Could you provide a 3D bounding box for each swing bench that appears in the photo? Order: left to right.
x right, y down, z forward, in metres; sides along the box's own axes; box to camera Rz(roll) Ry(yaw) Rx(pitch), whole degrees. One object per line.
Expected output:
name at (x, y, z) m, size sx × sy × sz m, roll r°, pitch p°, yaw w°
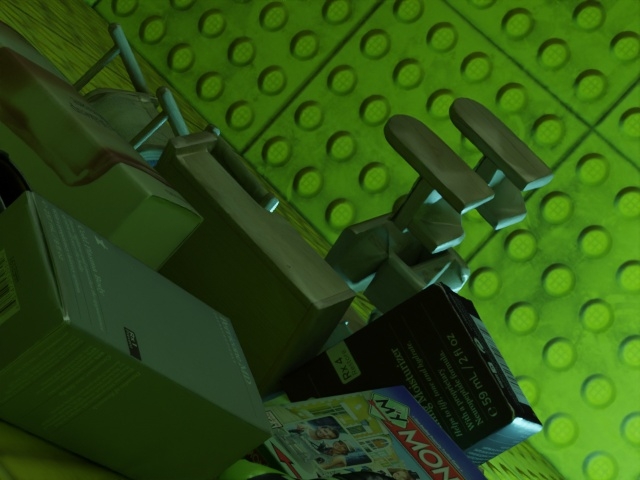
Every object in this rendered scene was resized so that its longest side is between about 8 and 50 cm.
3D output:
swing bench at (-0.225, -0.121, 1.943) m, size 0.255 × 0.165 × 0.253 m, roll 46°, pitch 2°, yaw -36°

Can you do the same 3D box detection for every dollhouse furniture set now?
dollhouse furniture set at (0.000, 0.000, 1.665) m, size 0.256 × 0.362 × 0.394 m, roll 46°, pitch 36°, yaw 20°

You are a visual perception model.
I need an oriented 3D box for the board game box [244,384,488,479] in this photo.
board game box at (0.084, 0.258, 1.266) m, size 0.213 × 0.046 × 0.317 m, roll -4°, pitch 39°, yaw -42°

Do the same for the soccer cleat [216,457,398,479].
soccer cleat at (0.000, 0.220, 1.153) m, size 0.178 × 0.060 × 0.072 m, roll 9°, pitch 31°, yaw -20°

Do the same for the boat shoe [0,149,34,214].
boat shoe at (-0.228, 0.020, 1.171) m, size 0.233 × 0.079 × 0.084 m, roll 48°, pitch 7°, yaw 23°

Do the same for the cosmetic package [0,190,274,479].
cosmetic package at (-0.149, 0.082, 1.015) m, size 0.238 × 0.107 × 0.127 m, roll 33°, pitch 24°, yaw -48°

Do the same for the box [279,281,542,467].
box at (0.101, 0.174, 1.524) m, size 0.168 × 0.203 × 0.167 m, roll 61°, pitch 11°, yaw 18°

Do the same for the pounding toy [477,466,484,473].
pounding toy at (0.215, 0.347, 1.735) m, size 0.206 × 0.094 × 0.181 m, roll 2°, pitch -25°, yaw 27°

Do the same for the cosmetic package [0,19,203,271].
cosmetic package at (-0.273, -0.084, 1.390) m, size 0.296 × 0.129 × 0.153 m, roll 45°, pitch 4°, yaw 16°
